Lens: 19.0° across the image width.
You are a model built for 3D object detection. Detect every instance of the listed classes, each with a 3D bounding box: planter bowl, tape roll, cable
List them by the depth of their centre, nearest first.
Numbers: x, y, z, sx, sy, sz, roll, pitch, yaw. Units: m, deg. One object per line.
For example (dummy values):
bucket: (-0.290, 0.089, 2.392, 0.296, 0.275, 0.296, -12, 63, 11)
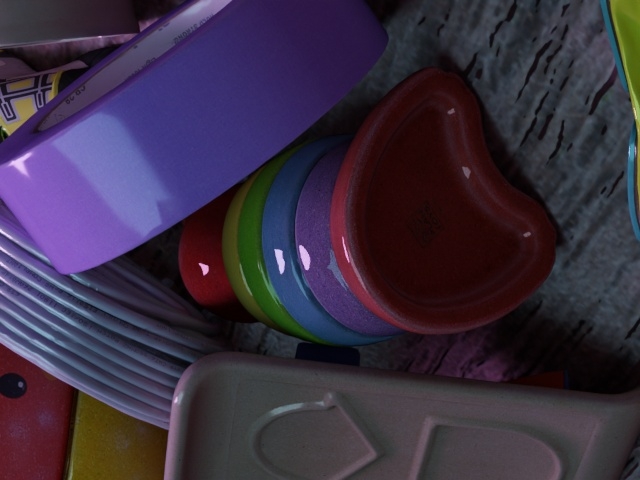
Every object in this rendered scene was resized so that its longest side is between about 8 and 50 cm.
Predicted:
tape roll: (-0.091, -0.094, 1.285, 0.275, 0.275, 0.090, -19, 110, 53)
planter bowl: (-0.222, -0.201, 1.439, 0.162, 0.162, 0.109, 1, 100, 46)
cable: (-0.184, 0.049, 1.449, 0.257, 0.089, 0.257, 31, -179, -15)

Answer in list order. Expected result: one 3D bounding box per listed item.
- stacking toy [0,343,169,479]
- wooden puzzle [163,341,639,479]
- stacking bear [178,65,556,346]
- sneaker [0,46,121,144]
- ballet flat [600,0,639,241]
stacking toy: (-0.235, 0.153, 1.654, 0.480, 0.350, 0.350, 5, 144, -11)
wooden puzzle: (0.052, 0.182, 1.477, 0.348, 0.080, 0.322, 3, 141, -6)
stacking bear: (0.000, 0.000, 1.403, 0.289, 0.164, 0.175, -10, 118, 55)
sneaker: (-0.229, -0.068, 1.569, 0.385, 0.147, 0.145, 3, 126, 42)
ballet flat: (0.218, -0.087, 1.157, 0.077, 0.077, 0.231, 2, 127, 24)
